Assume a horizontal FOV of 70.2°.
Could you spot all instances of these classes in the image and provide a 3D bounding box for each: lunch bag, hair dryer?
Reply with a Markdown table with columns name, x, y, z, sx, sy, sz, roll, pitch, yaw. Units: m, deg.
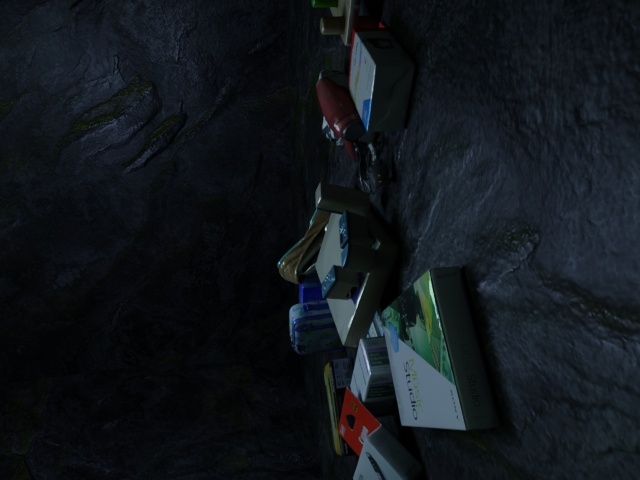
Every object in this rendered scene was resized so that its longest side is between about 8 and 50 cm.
| name | x | y | z | sx | sy | sz | roll | pitch | yaw |
| --- | --- | --- | --- | --- | --- | --- | --- | --- | --- |
| lunch bag | 0.011 | 0.265 | 1.421 | 0.090 | 0.218 | 0.176 | -107 | 15 | -49 |
| hair dryer | 0.057 | -0.238 | 1.049 | 0.223 | 0.080 | 0.294 | -169 | 57 | -81 |

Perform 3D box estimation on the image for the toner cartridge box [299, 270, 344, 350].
| name | x | y | z | sx | sy | sz | roll | pitch | yaw |
| --- | --- | --- | --- | --- | --- | --- | --- | --- | --- |
| toner cartridge box | 0.011 | 0.255 | 1.597 | 0.075 | 0.165 | 0.348 | -106 | 14 | -49 |

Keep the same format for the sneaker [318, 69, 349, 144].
| name | x | y | z | sx | sy | sz | roll | pitch | yaw |
| --- | --- | --- | --- | --- | --- | --- | --- | --- | --- |
| sneaker | 0.040 | -0.362 | 1.277 | 0.153 | 0.093 | 0.235 | 107 | 148 | -46 |

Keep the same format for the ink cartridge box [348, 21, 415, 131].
| name | x | y | z | sx | sy | sz | roll | pitch | yaw |
| --- | --- | --- | --- | --- | --- | --- | --- | --- | --- |
| ink cartridge box | 0.109 | -0.333 | 0.910 | 0.231 | 0.077 | 0.134 | -104 | 12 | -46 |

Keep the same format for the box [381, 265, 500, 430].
| name | x | y | z | sx | sy | sz | roll | pitch | yaw |
| --- | --- | --- | --- | --- | --- | --- | --- | --- | --- |
| box | 0.186 | 0.202 | 0.795 | 0.322 | 0.058 | 0.233 | 109 | 154 | -67 |

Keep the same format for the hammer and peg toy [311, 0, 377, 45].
| name | x | y | z | sx | sy | sz | roll | pitch | yaw |
| --- | --- | --- | --- | --- | --- | --- | --- | --- | --- |
| hammer and peg toy | 0.041 | -0.642 | 1.003 | 0.266 | 0.127 | 0.362 | 96 | 166 | -52 |

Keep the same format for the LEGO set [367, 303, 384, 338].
| name | x | y | z | sx | sy | sz | roll | pitch | yaw |
| --- | --- | --- | --- | --- | --- | --- | --- | --- | --- |
| LEGO set | 0.114 | 0.194 | 1.260 | 0.244 | 0.060 | 0.183 | -104 | 16 | -46 |

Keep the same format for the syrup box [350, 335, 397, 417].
| name | x | y | z | sx | sy | sz | roll | pitch | yaw |
| --- | --- | --- | --- | --- | --- | --- | --- | --- | --- |
| syrup box | 0.135 | 0.325 | 1.071 | 0.237 | 0.093 | 0.096 | 95 | 167 | -47 |

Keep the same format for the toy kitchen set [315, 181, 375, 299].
| name | x | y | z | sx | sy | sz | roll | pitch | yaw |
| --- | --- | --- | --- | --- | --- | --- | --- | --- | --- |
| toy kitchen set | 0.032 | 0.004 | 1.046 | 0.166 | 0.122 | 0.207 | 119 | 157 | -47 |

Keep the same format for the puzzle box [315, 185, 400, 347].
| name | x | y | z | sx | sy | sz | roll | pitch | yaw |
| --- | --- | --- | --- | --- | --- | --- | --- | --- | --- |
| puzzle box | 0.076 | 0.048 | 1.185 | 0.409 | 0.052 | 0.272 | -113 | 37 | -63 |

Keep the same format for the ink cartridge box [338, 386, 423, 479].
| name | x | y | z | sx | sy | sz | roll | pitch | yaw |
| --- | --- | --- | --- | --- | --- | --- | --- | --- | --- |
| ink cartridge box | 0.113 | 0.512 | 1.089 | 0.239 | 0.060 | 0.275 | 40 | 145 | 30 |

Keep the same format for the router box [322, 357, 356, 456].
| name | x | y | z | sx | sy | sz | roll | pitch | yaw |
| --- | --- | --- | --- | --- | --- | --- | --- | --- | --- |
| router box | 0.079 | 0.592 | 1.621 | 0.243 | 0.080 | 0.309 | 105 | 158 | -66 |

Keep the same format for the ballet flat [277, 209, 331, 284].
| name | x | y | z | sx | sy | sz | roll | pitch | yaw |
| --- | --- | --- | --- | --- | --- | --- | --- | --- | --- |
| ballet flat | 0.000 | 0.000 | 1.441 | 0.124 | 0.342 | 0.116 | 40 | -175 | 30 |
